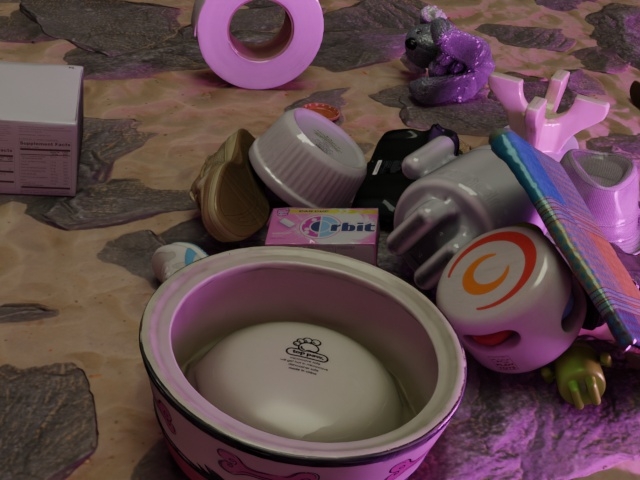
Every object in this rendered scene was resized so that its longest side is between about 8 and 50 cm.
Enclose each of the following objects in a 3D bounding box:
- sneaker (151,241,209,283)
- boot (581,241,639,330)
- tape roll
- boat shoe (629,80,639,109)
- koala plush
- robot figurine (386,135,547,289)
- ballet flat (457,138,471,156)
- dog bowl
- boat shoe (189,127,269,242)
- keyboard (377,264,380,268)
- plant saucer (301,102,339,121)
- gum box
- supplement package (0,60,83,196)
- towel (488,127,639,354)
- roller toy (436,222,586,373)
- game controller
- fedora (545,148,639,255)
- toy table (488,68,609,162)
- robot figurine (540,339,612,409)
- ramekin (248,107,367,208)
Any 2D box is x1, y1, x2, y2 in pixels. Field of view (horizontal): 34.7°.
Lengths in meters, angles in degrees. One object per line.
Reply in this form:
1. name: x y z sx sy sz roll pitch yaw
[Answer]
1. sneaker: -0.198 0.075 1.515 0.092 0.087 0.229 -16 36 -32
2. boot: 0.541 0.082 1.682 0.229 0.091 0.263 17 35 7
3. tape roll: -0.141 -0.484 2.275 0.286 0.286 0.100 0 32 -13
4. boat shoe: 0.804 -0.337 2.487 0.049 0.056 0.152 1 40 -21
5. koala plush: 0.277 -0.440 2.416 0.203 0.196 0.221 1 29 -35
6. robot figurine: 0.260 -0.042 1.708 0.353 0.200 0.300 -31 82 -46
7. ballet flat: 0.284 -0.145 2.022 0.067 0.073 0.206 19 33 -10
8. dog bowl: -0.028 0.180 1.299 0.408 0.150 0.408 7 33 -5
9. boat shoe: -0.162 -0.079 1.772 0.110 0.121 0.341 -32 19 18
10. keyboard: 0.033 0.020 1.725 0.108 0.023 0.180 -5 32 -20
11. plant saucer: -0.001 -0.276 2.223 0.084 0.013 0.083 7 31 -4
12. gum box: 0.000 0.000 1.676 0.189 0.062 0.107 0 35 6
13. supplement package: -0.537 -0.207 1.849 0.204 0.145 0.262 2 31 -11
14. towel: 0.389 0.011 1.512 0.271 0.040 0.370 17 42 -57
15. roller toy: 0.278 0.092 1.492 0.209 0.146 0.191 -39 33 4
16. game controller: 0.163 -0.126 1.933 0.167 0.067 0.319 -7 31 22
17. fedora: 0.517 -0.090 1.927 0.244 0.124 0.275 14 31 11
18. toy table: 0.462 -0.249 2.147 0.252 0.160 0.274 13 32 9
19. robot figurine: 0.371 0.190 1.475 0.101 0.067 0.115 -19 29 14
20. ramekin: -0.013 -0.142 1.819 0.207 0.109 0.207 33 25 -17
